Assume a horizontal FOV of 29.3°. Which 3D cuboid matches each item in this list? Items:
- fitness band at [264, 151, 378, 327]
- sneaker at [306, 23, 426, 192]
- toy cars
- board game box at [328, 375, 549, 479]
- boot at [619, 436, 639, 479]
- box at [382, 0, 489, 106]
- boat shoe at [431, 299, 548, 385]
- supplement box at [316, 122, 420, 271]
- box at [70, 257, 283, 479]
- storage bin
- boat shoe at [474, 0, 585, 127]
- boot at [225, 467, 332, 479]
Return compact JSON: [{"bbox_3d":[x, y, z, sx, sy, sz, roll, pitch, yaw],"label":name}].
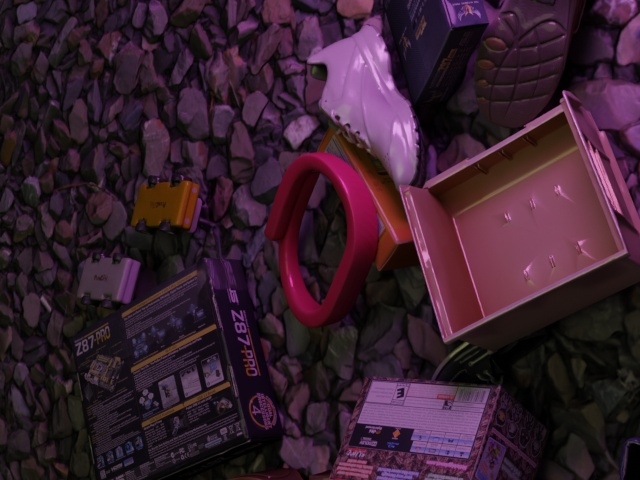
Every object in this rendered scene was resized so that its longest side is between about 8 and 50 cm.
[{"bbox_3d":[0.000,0.000,1.855,0.209,0.054,0.291,54,141,32],"label":"fitness band"},{"bbox_3d":[0.072,-0.179,1.796,0.129,0.111,0.297,-20,56,-1],"label":"sneaker"},{"bbox_3d":[-0.309,0.013,2.172,0.394,0.087,0.176,-48,39,32],"label":"toy cars"},{"bbox_3d":[0.138,0.343,1.617,0.232,0.141,0.291,-1,57,44],"label":"board game box"},{"bbox_3d":[0.397,0.332,1.499,0.069,0.086,0.190,-5,83,42],"label":"boot"},{"bbox_3d":[0.156,-0.321,1.717,0.233,0.059,0.183,114,143,-68],"label":"box"},{"bbox_3d":[0.229,0.167,1.676,0.206,0.075,0.065,-48,54,23],"label":"boat shoe"},{"bbox_3d":[0.081,-0.071,1.822,0.233,0.078,0.080,65,145,26],"label":"supplement box"},{"bbox_3d":[-0.260,0.248,2.098,0.395,0.097,0.318,-30,68,36],"label":"box"},{"bbox_3d":[0.264,-0.023,1.588,0.262,0.123,0.260,-30,58,27],"label":"storage bin"},{"bbox_3d":[0.298,-0.301,1.635,0.123,0.116,0.324,27,124,17],"label":"boat shoe"},{"bbox_3d":[-0.040,0.466,1.887,0.283,0.109,0.220,-7,85,34],"label":"boot"}]
